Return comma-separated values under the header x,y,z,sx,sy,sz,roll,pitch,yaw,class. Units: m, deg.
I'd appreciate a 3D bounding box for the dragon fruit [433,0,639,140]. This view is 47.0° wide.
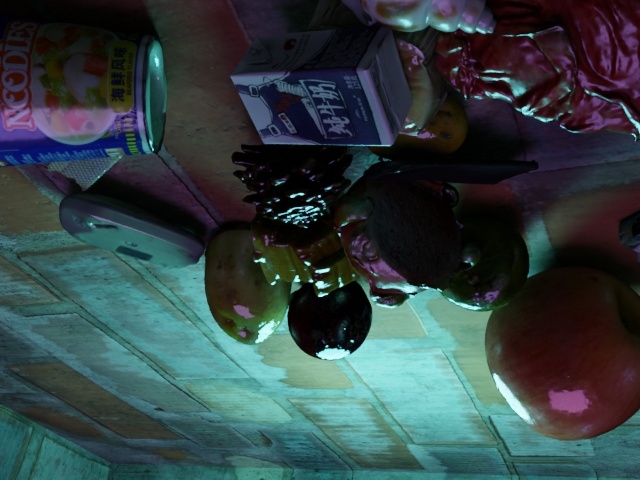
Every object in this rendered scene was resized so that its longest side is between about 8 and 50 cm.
x,y,z,sx,sy,sz,roll,pitch,yaw,class
0.319,-0.256,0.975,0.330,0.302,0.240,-15,175,20,dragon fruit

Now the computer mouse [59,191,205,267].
x,y,z,sx,sy,sz,roll,pitch,yaw,class
-0.418,-0.028,1.649,0.331,0.094,0.197,21,156,-27,computer mouse

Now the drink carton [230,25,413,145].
x,y,z,sx,sy,sz,roll,pitch,yaw,class
0.002,-0.216,1.044,0.223,0.101,0.134,5,143,29,drink carton

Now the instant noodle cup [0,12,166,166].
x,y,z,sx,sy,sz,roll,pitch,yaw,class
-0.418,-0.238,1.187,0.313,0.284,0.284,1,148,-3,instant noodle cup

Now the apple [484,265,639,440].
x,y,z,sx,sy,sz,roll,pitch,yaw,class
0.544,0.232,1.573,0.364,0.363,0.363,7,148,4,apple

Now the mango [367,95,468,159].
x,y,z,sx,sy,sz,roll,pitch,yaw,class
0.158,-0.183,1.250,0.137,0.098,0.195,17,157,-37,mango

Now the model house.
x,y,z,sx,sy,sz,roll,pitch,yaw,class
-0.002,0.000,1.486,0.230,0.219,0.199,3,137,11,model house

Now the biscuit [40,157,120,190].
x,y,z,sx,sy,sz,roll,pitch,yaw,class
-0.453,-0.184,1.443,0.108,0.061,0.239,32,140,-28,biscuit

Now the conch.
x,y,z,sx,sy,sz,roll,pitch,yaw,class
0.099,-0.348,0.914,0.149,0.274,0.183,-30,172,-5,conch

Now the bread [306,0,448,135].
x,y,z,sx,sy,sz,roll,pitch,yaw,class
0.087,-0.268,1.103,0.210,0.109,0.192,13,145,17,bread

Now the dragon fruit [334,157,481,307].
x,y,z,sx,sy,sz,roll,pitch,yaw,class
0.156,-0.014,1.373,0.295,0.268,0.130,30,155,-16,dragon fruit

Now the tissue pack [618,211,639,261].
x,y,z,sx,sy,sz,roll,pitch,yaw,class
0.644,-0.012,1.408,0.085,0.079,0.111,23,146,-21,tissue pack

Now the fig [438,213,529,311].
x,y,z,sx,sy,sz,roll,pitch,yaw,class
0.342,0.054,1.511,0.203,0.203,0.235,-10,164,28,fig

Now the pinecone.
x,y,z,sx,sy,sz,roll,pitch,yaw,class
-0.048,-0.128,1.310,0.201,0.202,0.229,49,157,-14,pinecone

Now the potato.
x,y,z,sx,sy,sz,roll,pitch,yaw,class
-0.167,0.119,1.708,0.243,0.242,0.285,11,145,-3,potato

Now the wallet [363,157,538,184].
x,y,z,sx,sy,sz,roll,pitch,yaw,class
0.223,-0.120,1.275,0.286,0.030,0.146,-1,178,-22,wallet

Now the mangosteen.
x,y,z,sx,sy,sz,roll,pitch,yaw,class
0.010,0.177,1.765,0.216,0.216,0.216,7,148,4,mangosteen
